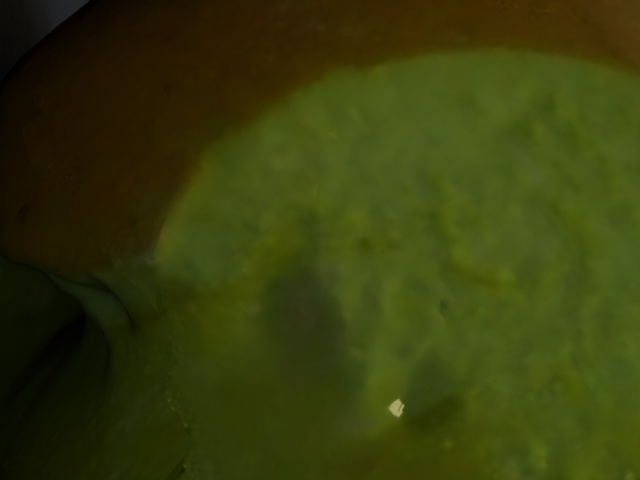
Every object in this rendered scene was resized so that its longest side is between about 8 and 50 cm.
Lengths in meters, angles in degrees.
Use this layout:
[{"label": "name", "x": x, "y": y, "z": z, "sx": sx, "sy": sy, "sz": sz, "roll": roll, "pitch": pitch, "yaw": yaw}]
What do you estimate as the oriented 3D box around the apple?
[{"label": "apple", "x": 0.027, "y": 0.056, "z": 0.578, "sx": 0.384, "sy": 0.374, "sz": 0.374, "roll": -31, "pitch": 119, "yaw": -40}]
